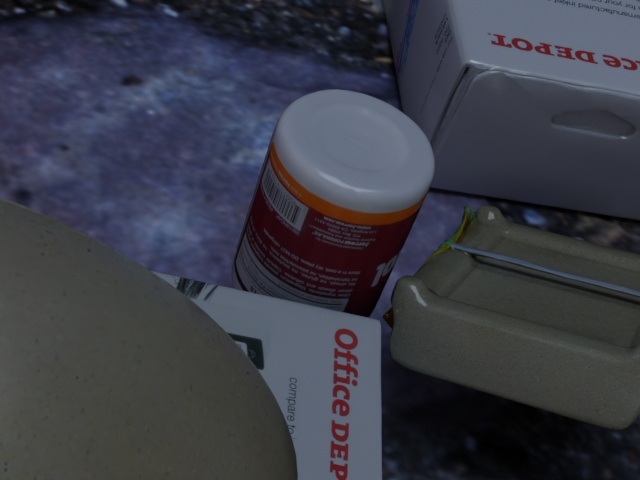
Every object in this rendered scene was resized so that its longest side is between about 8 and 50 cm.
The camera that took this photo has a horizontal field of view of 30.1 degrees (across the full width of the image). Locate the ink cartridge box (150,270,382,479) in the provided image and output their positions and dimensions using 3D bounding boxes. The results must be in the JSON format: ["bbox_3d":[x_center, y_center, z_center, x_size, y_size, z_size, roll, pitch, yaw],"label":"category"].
[{"bbox_3d":[-0.075,0.095,0.576,0.203,0.086,0.148,11,44,-9],"label":"ink cartridge box"}]

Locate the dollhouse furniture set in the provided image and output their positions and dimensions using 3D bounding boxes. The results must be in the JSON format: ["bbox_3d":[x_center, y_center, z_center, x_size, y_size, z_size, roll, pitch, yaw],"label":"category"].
[{"bbox_3d":[0.190,0.104,0.686,0.301,0.151,0.197,15,20,19],"label":"dollhouse furniture set"}]

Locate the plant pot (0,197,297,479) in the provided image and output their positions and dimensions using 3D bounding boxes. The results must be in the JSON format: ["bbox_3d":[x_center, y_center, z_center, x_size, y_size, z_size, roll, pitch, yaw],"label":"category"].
[{"bbox_3d":[-0.153,0.143,0.354,0.284,0.284,0.191,13,43,-9],"label":"plant pot"}]

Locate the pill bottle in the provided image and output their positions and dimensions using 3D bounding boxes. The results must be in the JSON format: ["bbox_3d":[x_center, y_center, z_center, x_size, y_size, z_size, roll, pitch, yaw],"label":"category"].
[{"bbox_3d":[0.000,0.000,0.649,0.086,0.152,0.086,11,45,-11],"label":"pill bottle"}]

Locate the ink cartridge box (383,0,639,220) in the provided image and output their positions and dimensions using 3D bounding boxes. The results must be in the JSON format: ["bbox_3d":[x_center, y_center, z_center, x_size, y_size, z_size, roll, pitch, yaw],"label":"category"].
[{"bbox_3d":[0.162,-0.158,0.890,0.201,0.117,0.278,8,46,-14],"label":"ink cartridge box"}]
